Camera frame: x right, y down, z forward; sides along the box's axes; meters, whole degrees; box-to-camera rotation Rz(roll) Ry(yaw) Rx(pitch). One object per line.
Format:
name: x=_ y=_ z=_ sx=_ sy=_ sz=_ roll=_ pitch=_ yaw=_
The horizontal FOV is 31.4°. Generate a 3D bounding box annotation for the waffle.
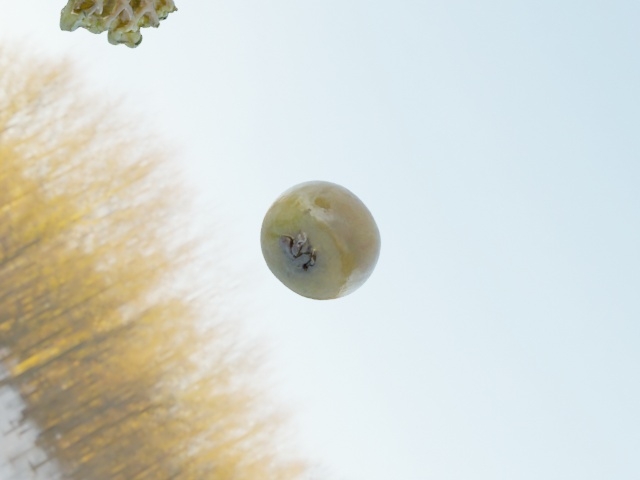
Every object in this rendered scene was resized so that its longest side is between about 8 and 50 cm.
waffle: x=-0.245 y=-0.358 z=1.406 sx=0.059 sy=0.238 sz=0.243 roll=13 pitch=-73 yaw=25

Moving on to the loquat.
loquat: x=0.000 y=0.000 z=1.394 sx=0.137 sy=0.163 sz=0.163 roll=-17 pitch=-73 yaw=32
